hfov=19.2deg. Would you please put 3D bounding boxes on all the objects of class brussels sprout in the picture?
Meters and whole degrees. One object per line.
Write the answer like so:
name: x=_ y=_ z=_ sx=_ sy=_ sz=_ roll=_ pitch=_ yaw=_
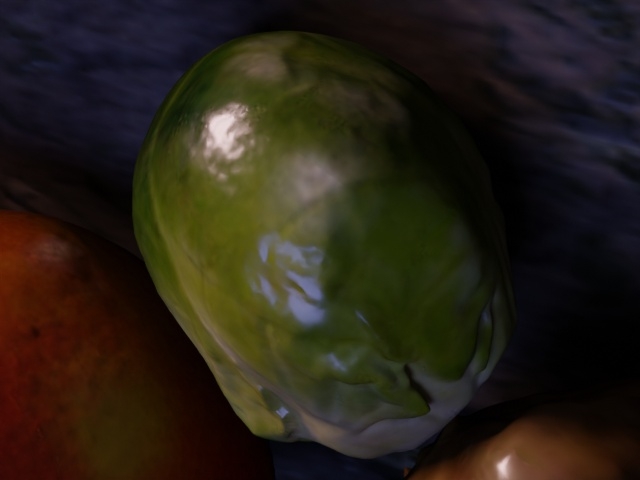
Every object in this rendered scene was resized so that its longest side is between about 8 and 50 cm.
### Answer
brussels sprout: x=0.003 y=-0.003 z=0.662 sx=0.155 sy=0.117 sz=0.155 roll=34 pitch=156 yaw=17

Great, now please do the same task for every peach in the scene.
peach: x=-0.136 y=0.091 z=0.770 sx=0.226 sy=0.190 sz=0.196 roll=33 pitch=117 yaw=-22

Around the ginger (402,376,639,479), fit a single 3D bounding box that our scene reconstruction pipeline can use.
ginger: x=0.123 y=0.163 z=0.697 sx=0.200 sy=0.269 sz=0.223 roll=-53 pitch=55 yaw=35
